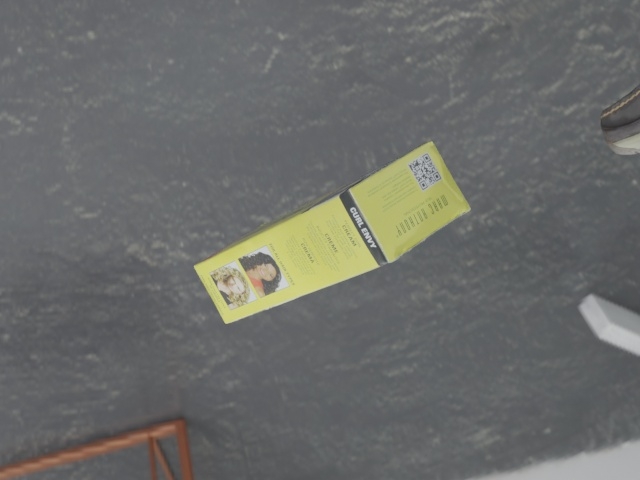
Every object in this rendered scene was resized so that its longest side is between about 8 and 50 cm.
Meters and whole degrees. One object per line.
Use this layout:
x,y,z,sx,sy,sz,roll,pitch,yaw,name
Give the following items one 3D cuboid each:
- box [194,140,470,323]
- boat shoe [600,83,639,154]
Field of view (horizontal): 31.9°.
0.000,0.000,0.817,0.087,0.232,0.058,-32,94,-33,box
0.373,-0.187,0.928,0.132,0.130,0.355,-15,167,-43,boat shoe
